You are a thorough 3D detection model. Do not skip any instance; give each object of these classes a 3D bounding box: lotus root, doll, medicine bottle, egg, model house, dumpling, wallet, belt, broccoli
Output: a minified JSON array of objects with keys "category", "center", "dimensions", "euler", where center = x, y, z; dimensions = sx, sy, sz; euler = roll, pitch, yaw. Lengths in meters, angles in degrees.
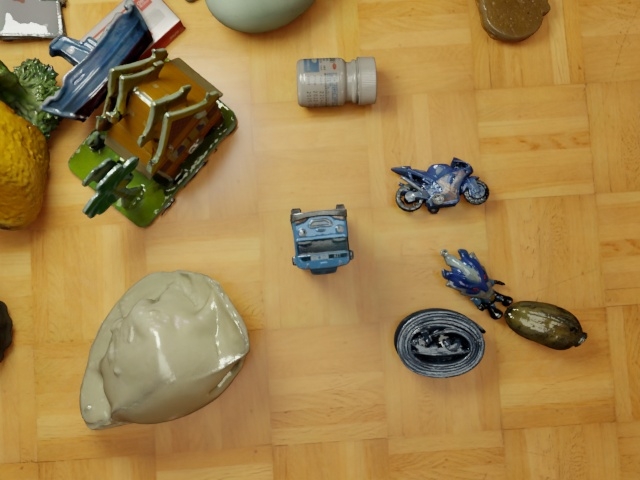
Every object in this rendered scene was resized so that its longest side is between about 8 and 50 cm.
[{"category":"lotus root","center":[0.478,0.177,1.346],"dimensions":[0.179,0.080,0.089],"euler":[20,93,3]},{"category":"doll","center":[0.326,0.086,1.357],"dimensions":[0.195,0.070,0.096],"euler":[42,80,-10]},{"category":"medicine bottle","center":[0.033,-0.340,1.360],"dimensions":[0.168,0.105,0.105],"euler":[-2,87,-1]},{"category":"egg","center":[-0.115,-0.538,1.330],"dimensions":[0.264,0.183,0.183],"euler":[-19,87,-7]},{"category":"model house","center":[-0.375,-0.218,1.247],"dimensions":[0.242,0.313,0.357],"euler":[41,88,4]},{"category":"dumpling","center":[-0.331,0.216,1.301],"dimensions":[0.395,0.233,0.315],"euler":[-33,55,11]},{"category":"wallet","center":[-0.644,-0.547,1.381],"dimensions":[0.170,0.069,0.231],"euler":[-6,90,-19]},{"category":"belt","center":[0.254,0.216,1.340],"dimensions":[0.190,0.082,0.141],"euler":[2,92,1]},{"category":"broccoli","center":[-0.643,-0.318,1.268],"dimensions":[0.198,0.275,0.177],"euler":[24,82,16]}]

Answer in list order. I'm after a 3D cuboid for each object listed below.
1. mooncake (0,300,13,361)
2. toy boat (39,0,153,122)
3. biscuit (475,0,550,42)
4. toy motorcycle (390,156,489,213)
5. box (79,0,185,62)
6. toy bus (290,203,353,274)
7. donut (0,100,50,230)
[{"category":"mooncake","center":[-0.763,0.191,1.309],"dimensions":[0.228,0.124,0.228],"euler":[0,82,-3]},{"category":"toy boat","center":[-0.462,-0.374,1.282],"dimensions":[0.142,0.129,0.309],"euler":[37,70,-18]},{"category":"biscuit","center":[0.424,-0.519,1.406],"dimensions":[0.170,0.050,0.170],"euler":[1,82,-8]},{"category":"toy motorcycle","center":[0.259,-0.122,1.369],"dimensions":[0.205,0.076,0.114],"euler":[-6,78,1]},{"category":"box","center":[-0.422,-0.440,1.386],"dimensions":[0.229,0.050,0.123],"euler":[-43,88,-3]},{"category":"toy bus","center":[0.000,0.000,1.274],"dimensions":[0.116,0.234,0.133],"euler":[-5,89,-1]},{"category":"donut","center":[-0.760,-0.118,1.204],"dimensions":[0.435,0.377,0.163],"euler":[-18,62,5]}]
